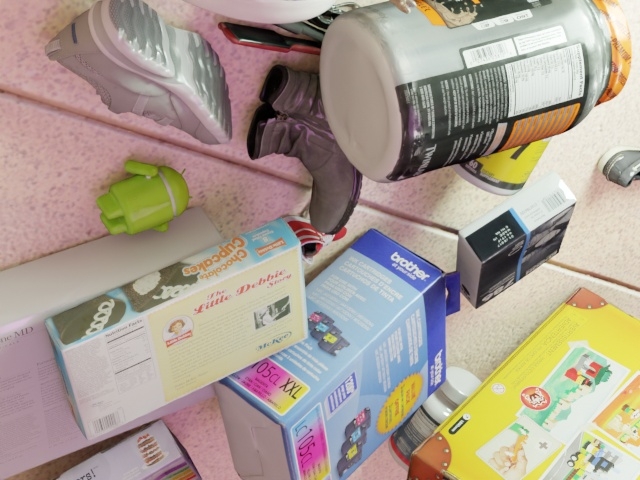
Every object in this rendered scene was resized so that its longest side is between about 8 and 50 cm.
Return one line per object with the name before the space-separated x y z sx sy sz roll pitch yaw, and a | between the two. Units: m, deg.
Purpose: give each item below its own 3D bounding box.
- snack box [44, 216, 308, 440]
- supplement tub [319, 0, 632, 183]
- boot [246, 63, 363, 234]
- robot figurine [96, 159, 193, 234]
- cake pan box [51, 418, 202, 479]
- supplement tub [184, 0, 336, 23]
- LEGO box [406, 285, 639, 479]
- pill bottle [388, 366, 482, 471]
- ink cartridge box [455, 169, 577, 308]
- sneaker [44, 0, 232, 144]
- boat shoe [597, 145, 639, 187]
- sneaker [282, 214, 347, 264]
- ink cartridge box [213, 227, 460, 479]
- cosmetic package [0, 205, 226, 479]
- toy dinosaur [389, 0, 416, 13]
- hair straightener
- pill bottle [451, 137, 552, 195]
snack box | -0.169 0.110 1.696 0.322 0.060 0.187 -24 140 -18
supplement tub | 0.186 -0.204 1.617 0.338 0.207 0.207 -17 138 -24
boot | -0.025 -0.116 1.727 0.161 0.083 0.247 -5 125 -28
robot figurine | -0.210 -0.048 1.645 0.115 0.067 0.101 -23 132 -18
cake pan box | -0.308 0.363 1.932 0.266 0.070 0.246 -29 161 -9
supplement tub | -0.044 -0.399 1.269 0.241 0.241 0.331 -6 132 -34
LEGO box | 0.429 0.353 2.199 0.500 0.372 0.193 -38 148 -35
pill bottle | 0.202 0.305 2.308 0.108 0.108 0.180 6 125 -42
ink cartridge box | 0.280 0.012 2.007 0.165 0.065 0.333 -34 165 -5
sneaker | -0.193 -0.184 1.520 0.115 0.105 0.281 -16 151 23
boat shoe | 0.533 -0.114 2.168 0.206 0.065 0.075 -6 133 -34
sneaker | 0.000 0.000 1.862 0.118 0.067 0.042 2 128 -40
ink cartridge box | 0.045 0.173 1.956 0.395 0.151 0.270 -43 148 -26
cosmetic package | -0.301 0.138 1.743 0.377 0.097 0.284 -19 141 -23
toy dinosaur | 0.100 -0.372 1.478 0.295 0.127 0.200 -26 142 -36
hair straightener | -0.011 -0.256 1.603 0.230 0.047 0.089 8 124 -43
pill bottle | 0.267 -0.175 1.850 0.119 0.119 0.208 0 129 -38
